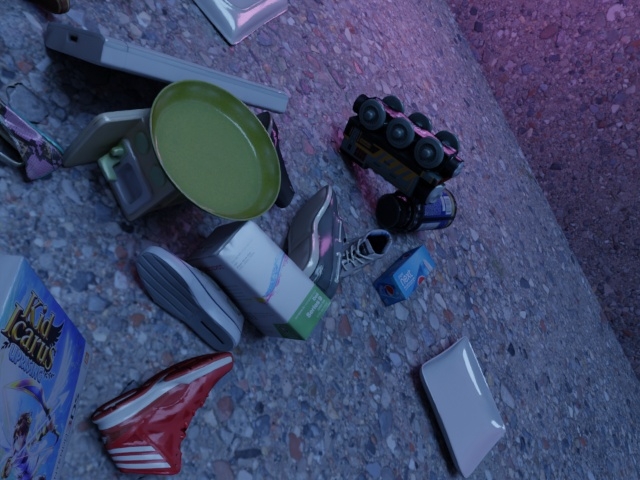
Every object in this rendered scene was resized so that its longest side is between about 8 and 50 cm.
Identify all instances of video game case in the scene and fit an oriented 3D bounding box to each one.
[{"bbox_3d":[-0.322,0.182,0.521,0.061,0.270,0.244,4,59,-6],"label":"video game case"}]

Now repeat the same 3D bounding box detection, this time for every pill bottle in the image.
[{"bbox_3d":[0.264,-0.086,1.415,0.219,0.123,0.123,-5,72,-36],"label":"pill bottle"}]

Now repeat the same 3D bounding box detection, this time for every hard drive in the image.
[{"bbox_3d":[-0.260,-0.301,0.907,0.353,0.233,0.047,2,109,-48],"label":"hard drive"}]

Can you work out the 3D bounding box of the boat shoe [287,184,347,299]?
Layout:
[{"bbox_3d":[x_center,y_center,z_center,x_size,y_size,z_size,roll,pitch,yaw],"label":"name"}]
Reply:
[{"bbox_3d":[0.000,0.000,1.067,0.099,0.116,0.319,40,32,-21],"label":"boat shoe"}]

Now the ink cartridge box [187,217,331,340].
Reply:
[{"bbox_3d":[-0.108,0.070,0.884,0.212,0.154,0.093,45,64,-19],"label":"ink cartridge box"}]

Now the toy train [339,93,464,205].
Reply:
[{"bbox_3d":[0.201,-0.235,1.309,0.334,0.190,0.142,39,39,19],"label":"toy train"}]

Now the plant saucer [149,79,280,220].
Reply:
[{"bbox_3d":[-0.165,-0.137,0.805,0.241,0.037,0.241,26,52,-38],"label":"plant saucer"}]

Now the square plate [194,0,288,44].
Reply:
[{"bbox_3d":[-0.244,-0.687,1.264,0.347,0.049,0.344,49,40,-17],"label":"square plate"}]

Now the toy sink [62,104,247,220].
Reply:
[{"bbox_3d":[-0.264,-0.124,0.837,0.234,0.152,0.131,-25,89,-52],"label":"toy sink"}]

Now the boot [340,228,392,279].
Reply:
[{"bbox_3d":[0.058,0.031,1.130,0.258,0.123,0.095,-28,90,-51],"label":"boot"}]

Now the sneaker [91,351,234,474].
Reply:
[{"bbox_3d":[-0.210,0.258,0.752,0.221,0.087,0.128,-21,94,-39],"label":"sneaker"}]

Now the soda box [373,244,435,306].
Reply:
[{"bbox_3d":[0.222,0.087,1.327,0.210,0.067,0.071,-34,95,-51],"label":"soda box"}]

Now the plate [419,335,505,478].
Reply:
[{"bbox_3d":[0.358,0.414,1.309,0.278,0.045,0.277,-12,79,-51],"label":"plate"}]

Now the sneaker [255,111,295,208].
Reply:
[{"bbox_3d":[-0.114,-0.174,1.109,0.118,0.083,0.222,50,29,-46],"label":"sneaker"}]

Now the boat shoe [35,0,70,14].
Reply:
[{"bbox_3d":[-0.495,-0.437,0.834,0.178,0.064,0.060,44,47,-13],"label":"boat shoe"}]

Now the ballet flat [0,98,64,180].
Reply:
[{"bbox_3d":[-0.466,-0.175,0.713,0.221,0.077,0.079,49,60,-17],"label":"ballet flat"}]

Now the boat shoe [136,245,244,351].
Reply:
[{"bbox_3d":[-0.211,0.088,0.847,0.226,0.083,0.076,57,26,-25],"label":"boat shoe"}]
